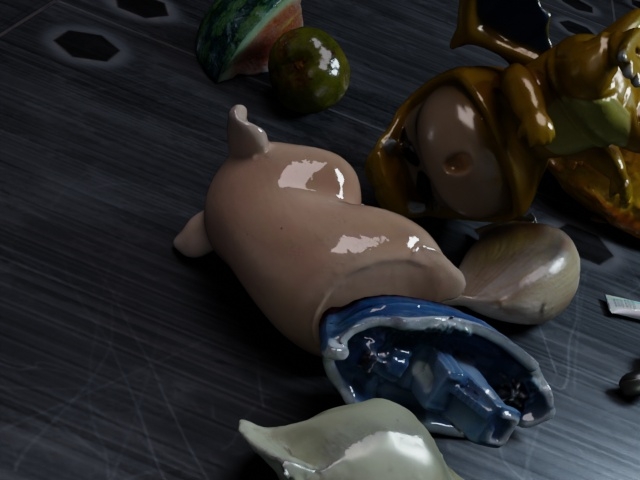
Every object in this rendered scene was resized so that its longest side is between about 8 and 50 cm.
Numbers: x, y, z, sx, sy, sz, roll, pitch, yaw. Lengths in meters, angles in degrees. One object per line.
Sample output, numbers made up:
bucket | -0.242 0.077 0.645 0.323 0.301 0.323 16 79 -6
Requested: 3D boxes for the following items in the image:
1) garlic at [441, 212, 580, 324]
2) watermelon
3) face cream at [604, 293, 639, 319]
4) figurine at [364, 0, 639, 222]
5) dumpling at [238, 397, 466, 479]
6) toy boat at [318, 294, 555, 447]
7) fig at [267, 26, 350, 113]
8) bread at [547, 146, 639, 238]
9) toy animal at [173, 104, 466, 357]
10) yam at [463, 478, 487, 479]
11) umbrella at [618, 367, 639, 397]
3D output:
garlic | 0.234 0.052 1.103 0.266 0.148 0.128 -29 94 -55
watermelon | -0.099 -0.348 1.428 0.136 0.207 0.202 58 25 6
face cream | 0.436 0.096 1.206 0.115 0.020 0.038 14 36 -8
figurine | 0.284 -0.159 1.172 0.401 0.387 0.268 13 67 -42
dumpling | 0.032 0.197 0.784 0.216 0.126 0.166 -8 16 -23
toy boat | 0.120 0.134 0.869 0.309 0.129 0.142 21 17 -33
fig | -0.015 -0.242 1.386 0.133 0.185 0.126 39 76 17
bread | 0.526 -0.148 1.435 0.358 0.204 0.337 16 39 -10
toy animal | -0.001 -0.002 0.963 0.213 0.195 0.256 -1 36 -41
yam | 0.160 0.326 0.615 0.168 0.168 0.304 -7 42 -35
umbrella | 0.454 0.144 1.119 0.248 0.071 0.071 -23 54 -41
